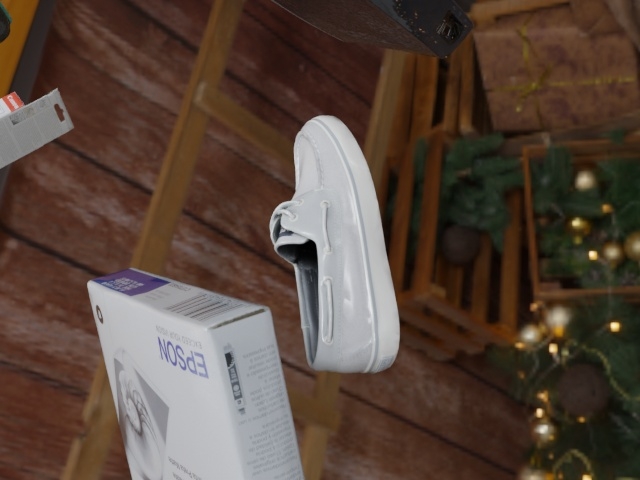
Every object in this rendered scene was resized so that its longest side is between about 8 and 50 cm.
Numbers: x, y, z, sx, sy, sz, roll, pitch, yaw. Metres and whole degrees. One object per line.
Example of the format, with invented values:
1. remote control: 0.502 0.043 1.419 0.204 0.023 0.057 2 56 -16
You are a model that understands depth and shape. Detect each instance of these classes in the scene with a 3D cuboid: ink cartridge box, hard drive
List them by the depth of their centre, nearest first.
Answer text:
1. ink cartridge box: -0.076 0.138 0.628 0.045 0.224 0.223 -18 -168 -28
2. hard drive: 0.020 -0.240 0.911 0.172 0.054 0.254 18 179 35
3. ink cartridge box: -0.322 -0.118 1.017 0.115 0.029 0.063 -32 146 -17

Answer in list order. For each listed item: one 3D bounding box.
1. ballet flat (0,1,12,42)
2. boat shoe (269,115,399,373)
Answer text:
1. ballet flat: -0.478 -0.335 1.234 0.095 0.096 0.280 27 156 24
2. boat shoe: 0.000 0.000 0.635 0.063 0.184 0.066 -2 160 -21
